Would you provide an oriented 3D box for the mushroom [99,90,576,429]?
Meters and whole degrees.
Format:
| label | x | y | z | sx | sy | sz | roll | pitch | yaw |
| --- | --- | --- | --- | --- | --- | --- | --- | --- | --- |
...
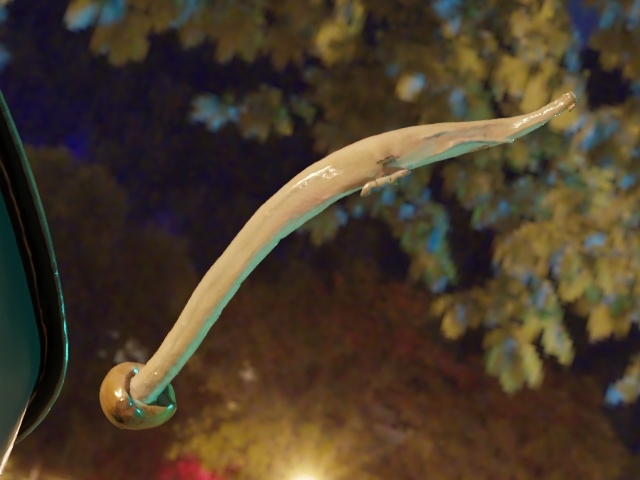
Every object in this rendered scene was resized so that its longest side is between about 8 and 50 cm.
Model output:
| label | x | y | z | sx | sy | sz | roll | pitch | yaw |
| --- | --- | --- | --- | --- | --- | --- | --- | --- | --- |
| mushroom | -0.002 | -0.002 | 0.959 | 0.043 | 0.306 | 0.068 | 56 | 9 | 28 |

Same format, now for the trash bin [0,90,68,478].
| label | x | y | z | sx | sy | sz | roll | pitch | yaw |
| --- | --- | --- | --- | --- | --- | --- | --- | --- | --- |
| trash bin | -0.181 | 0.005 | 0.557 | 0.182 | 0.209 | 0.290 | -19 | 10 | -5 |
